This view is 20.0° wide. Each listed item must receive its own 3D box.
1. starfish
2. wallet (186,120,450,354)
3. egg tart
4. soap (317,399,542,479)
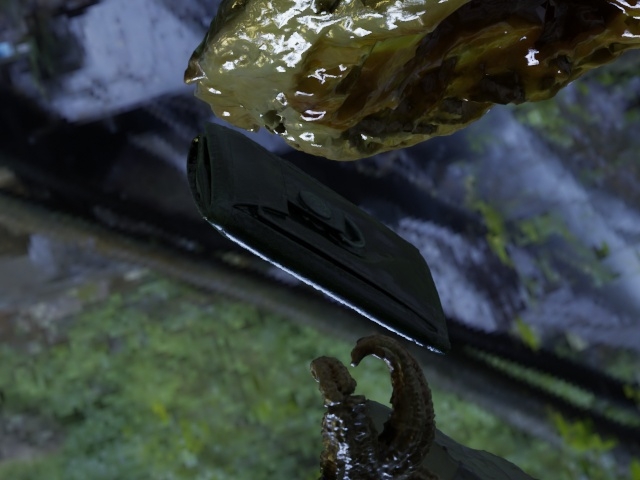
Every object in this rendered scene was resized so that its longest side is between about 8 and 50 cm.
[{"bbox_3d":[0.026,0.159,1.112,0.150,0.053,0.209,1,116,-24],"label":"starfish"},{"bbox_3d":[0.002,-0.002,1.467,0.236,0.160,0.055,29,111,-21],"label":"wallet"},{"bbox_3d":[0.090,-0.156,0.831,0.352,0.150,0.352,-19,170,-4],"label":"egg tart"},{"bbox_3d":[0.160,0.287,1.695,0.302,0.258,0.159,27,88,-23],"label":"soap"}]
